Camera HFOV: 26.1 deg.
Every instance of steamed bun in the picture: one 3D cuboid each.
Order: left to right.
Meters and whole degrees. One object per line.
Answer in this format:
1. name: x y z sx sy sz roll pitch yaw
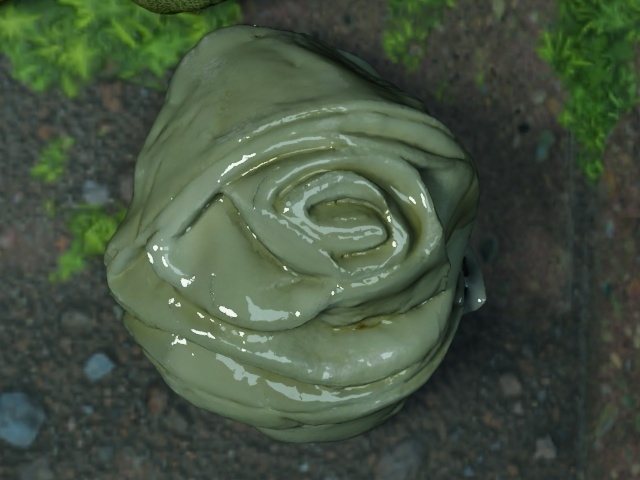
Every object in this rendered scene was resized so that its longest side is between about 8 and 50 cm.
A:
1. steamed bun: 0.002 0.001 0.747 0.211 0.144 0.218 27 84 -18

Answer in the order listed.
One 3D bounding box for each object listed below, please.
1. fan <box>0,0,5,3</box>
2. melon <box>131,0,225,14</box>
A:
1. fan: -0.180 -0.198 0.734 0.082 0.039 0.155 12 86 -18
2. melon: -0.088 -0.199 0.734 0.099 0.099 0.162 -20 96 -17
